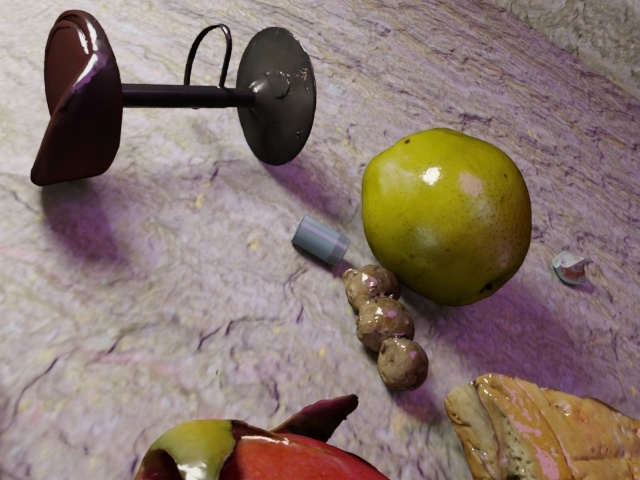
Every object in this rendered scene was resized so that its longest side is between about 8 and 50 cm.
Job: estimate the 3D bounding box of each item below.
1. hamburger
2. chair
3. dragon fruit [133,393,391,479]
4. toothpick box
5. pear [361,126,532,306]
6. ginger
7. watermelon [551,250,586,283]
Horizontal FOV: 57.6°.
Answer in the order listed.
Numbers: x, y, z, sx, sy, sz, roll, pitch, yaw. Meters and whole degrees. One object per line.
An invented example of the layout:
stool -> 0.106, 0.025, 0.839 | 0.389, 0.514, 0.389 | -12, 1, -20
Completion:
hamburger -> 0.316, 0.323, 0.775 | 0.330, 0.162, 0.209 | 24, 46, -18
chair -> -0.224, -0.206, 0.838 | 0.401, 0.226, 0.226 | -12, 61, -40
dragon fruit -> -0.016, 0.238, 0.329 | 0.290, 0.189, 0.291 | 17, 53, -25
toothpick box -> 0.000, 0.000, 0.931 | 0.083, 0.052, 0.052 | 30, 42, -7
pear -> 0.207, -0.037, 0.946 | 0.294, 0.294, 0.294 | 18, 45, -19
ginger -> 0.100, 0.126, 0.866 | 0.104, 0.080, 0.204 | 11, 46, -33
watermelon -> 0.528, 0.052, 1.229 | 0.085, 0.061, 0.085 | 27, 38, -23
